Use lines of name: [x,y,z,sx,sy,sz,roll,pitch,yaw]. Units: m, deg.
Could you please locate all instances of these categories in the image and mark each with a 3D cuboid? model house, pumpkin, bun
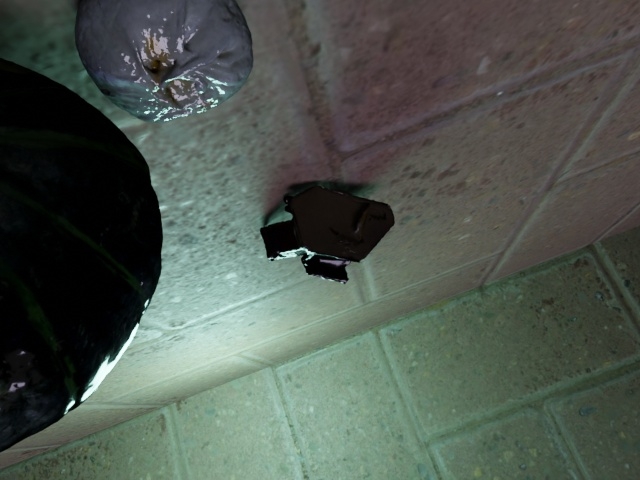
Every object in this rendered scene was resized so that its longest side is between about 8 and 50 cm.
model house: [-0.003,-0.010,0.825,0.203,0.141,0.164,19,163,-29]
pumpkin: [-0.264,-0.004,0.328,0.314,0.316,0.238,-4,156,-37]
bun: [-0.121,-0.148,0.392,0.140,0.083,0.141,-15,158,-6]
